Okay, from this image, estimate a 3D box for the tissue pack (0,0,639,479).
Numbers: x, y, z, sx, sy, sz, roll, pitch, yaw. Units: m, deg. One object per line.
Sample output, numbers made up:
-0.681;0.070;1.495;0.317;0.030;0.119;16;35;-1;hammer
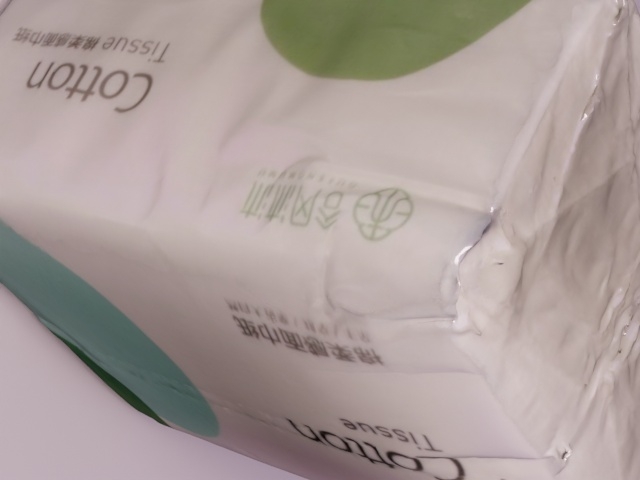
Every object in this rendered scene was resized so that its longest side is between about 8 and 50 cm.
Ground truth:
0.000;0.001;0.685;0.194;0.356;0.266;-59;138;-22;tissue pack
